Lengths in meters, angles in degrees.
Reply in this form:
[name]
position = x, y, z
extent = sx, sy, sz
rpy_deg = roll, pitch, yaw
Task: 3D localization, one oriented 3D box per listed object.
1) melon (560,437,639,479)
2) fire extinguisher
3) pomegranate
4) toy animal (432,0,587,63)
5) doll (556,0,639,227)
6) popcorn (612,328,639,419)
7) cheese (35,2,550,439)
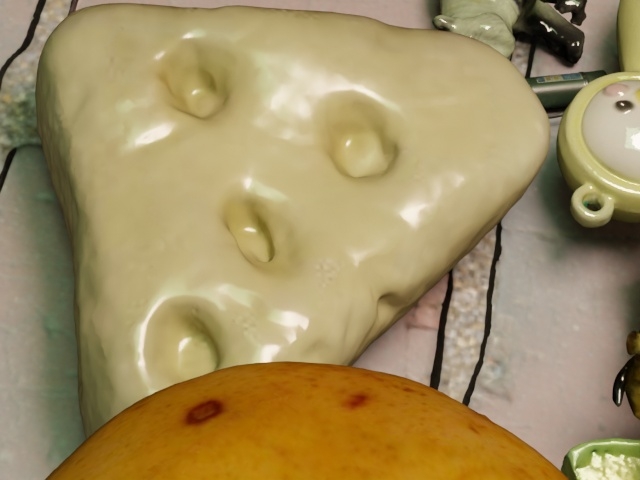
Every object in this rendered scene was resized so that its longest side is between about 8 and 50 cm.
[melon]
position = 0.233, 0.215, 1.154
extent = 0.118, 0.064, 0.209
rpy_deg = -15, 67, -18
[fire extinguisher]
position = 0.164, -0.103, 1.342
extent = 0.083, 0.025, 0.038
rpy_deg = -5, 56, -12
[pomegranate]
position = -0.009, 0.267, 0.910
extent = 0.417, 0.416, 0.416
rpy_deg = 4, 60, -7
[toy animal]
position = 0.143, -0.204, 1.359
extent = 0.121, 0.094, 0.225
rpy_deg = 12, 68, 8
[doll]
position = 0.253, -0.115, 1.298
extent = 0.141, 0.117, 0.296
rpy_deg = 34, 54, 6
[popcorn]
position = 0.266, 0.042, 1.165
extent = 0.173, 0.168, 0.195
rpy_deg = 18, 19, 20
[cheese]
position = 0.000, 0.000, 1.195
extent = 0.328, 0.129, 0.351
rpy_deg = -6, 61, -12
